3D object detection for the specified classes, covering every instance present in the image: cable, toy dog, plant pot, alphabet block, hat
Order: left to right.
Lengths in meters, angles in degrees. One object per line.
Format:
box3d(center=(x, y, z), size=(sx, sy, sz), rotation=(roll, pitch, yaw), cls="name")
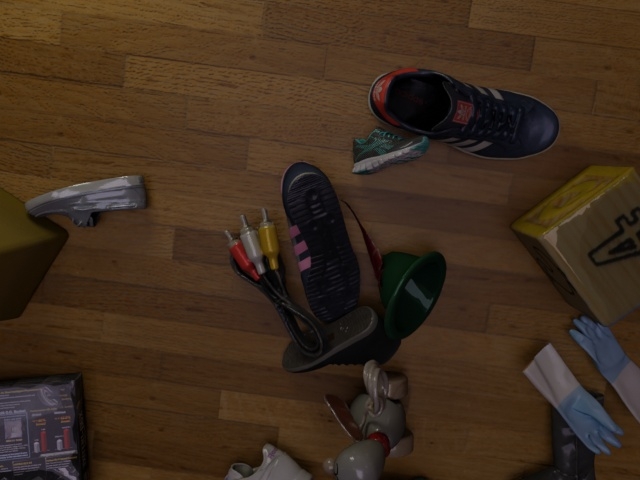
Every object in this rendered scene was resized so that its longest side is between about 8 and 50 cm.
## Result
box3d(center=(-0.637, 0.026, 1.149), size=(0.212, 0.187, 0.212), rotation=(34, 98, -2), cls="plant pot")
box3d(center=(-0.093, 0.091, 1.157), size=(0.139, 0.072, 0.287), rotation=(-28, 80, 31), cls="cable")
box3d(center=(0.062, 0.336, 1.129), size=(0.160, 0.333, 0.220), rotation=(-4, 73, 19), cls="toy dog")
box3d(center=(0.118, 0.055, 1.197), size=(0.183, 0.173, 0.209), rotation=(30, 109, 34), cls="hat")
box3d(center=(0.486, 0.002, 1.103), size=(0.193, 0.192, 0.197), rotation=(-38, 94, 5), cls="alphabet block")

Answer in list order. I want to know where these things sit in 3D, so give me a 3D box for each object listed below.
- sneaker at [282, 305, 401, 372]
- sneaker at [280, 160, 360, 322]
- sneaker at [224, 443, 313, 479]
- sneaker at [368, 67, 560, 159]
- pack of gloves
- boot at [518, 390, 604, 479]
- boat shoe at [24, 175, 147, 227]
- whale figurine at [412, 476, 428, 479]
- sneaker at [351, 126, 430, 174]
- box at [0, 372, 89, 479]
box3d(center=(0.040, 0.217, 1.205), size=(0.222, 0.083, 0.118), rotation=(-28, 129, 24), cls="sneaker")
box3d(center=(0.000, 0.000, 1.171), size=(0.112, 0.131, 0.319), rotation=(-14, 119, -8), cls="sneaker")
box3d(center=(-0.154, 0.536, 1.256), size=(0.152, 0.114, 0.305), rotation=(43, 93, 10), cls="sneaker")
box3d(center=(0.256, -0.217, 1.101), size=(0.349, 0.148, 0.131), rotation=(10, 98, 1), cls="sneaker")
box3d(center=(0.520, 0.265, 1.170), size=(0.195, 0.046, 0.232), rotation=(-40, 90, -15), cls="pack of gloves")
box3d(center=(0.457, 0.398, 1.216), size=(0.189, 0.076, 0.209), rotation=(-6, 105, -11), cls="boot")
box3d(center=(-0.437, -0.064, 1.183), size=(0.227, 0.079, 0.081), rotation=(-12, 93, 1), cls="boat shoe")
box3d(center=(0.195, 0.551, 1.186), size=(0.271, 0.141, 0.216), rotation=(5, 54, 4), cls="whale figurine")
box3d(center=(0.117, -0.170, 1.128), size=(0.166, 0.065, 0.076), rotation=(-13, 84, 40), cls="sneaker")
box3d(center=(-0.616, 0.393, 1.213), size=(0.307, 0.076, 0.243), rotation=(-4, 92, -10), cls="box")
